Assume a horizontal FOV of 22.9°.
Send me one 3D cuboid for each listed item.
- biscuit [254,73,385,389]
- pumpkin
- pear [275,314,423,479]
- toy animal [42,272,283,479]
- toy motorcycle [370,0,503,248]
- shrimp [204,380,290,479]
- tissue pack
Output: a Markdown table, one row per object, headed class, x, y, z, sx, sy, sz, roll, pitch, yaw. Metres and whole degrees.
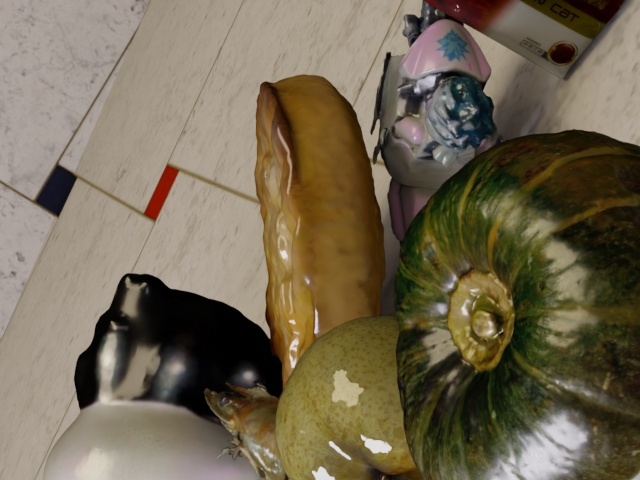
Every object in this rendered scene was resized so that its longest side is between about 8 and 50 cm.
| class | x | y | z | sx | sy | sz | roll | pitch | yaw |
| --- | --- | --- | --- | --- | --- | --- | --- | --- | --- |
| biscuit | 0.000 | 0.000 | 1.388 | 0.296 | 0.102 | 0.296 | 173 | 90 | -83 |
| pumpkin | 0.160 | 0.056 | 0.953 | 0.260 | 0.189 | 0.260 | -7 | 82 | 59 |
| pear | 0.046 | 0.135 | 1.150 | 0.167 | 0.167 | 0.136 | -50 | 31 | 35 |
| toy animal | -0.149 | 0.193 | 1.530 | 0.212 | 0.213 | 0.266 | -31 | 42 | 57 |
| toy motorcycle | 0.096 | -0.086 | 1.314 | 0.204 | 0.108 | 0.239 | -119 | 16 | -75 |
| shrimp | -0.033 | 0.222 | 1.342 | 0.296 | 0.058 | 0.169 | 27 | 101 | 55 |
| tissue pack | 0.163 | -0.220 | 1.292 | 0.106 | 0.149 | 0.099 | -54 | 22 | 27 |
